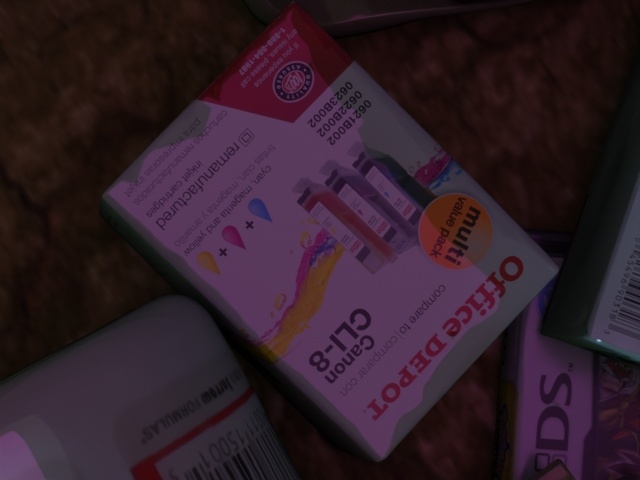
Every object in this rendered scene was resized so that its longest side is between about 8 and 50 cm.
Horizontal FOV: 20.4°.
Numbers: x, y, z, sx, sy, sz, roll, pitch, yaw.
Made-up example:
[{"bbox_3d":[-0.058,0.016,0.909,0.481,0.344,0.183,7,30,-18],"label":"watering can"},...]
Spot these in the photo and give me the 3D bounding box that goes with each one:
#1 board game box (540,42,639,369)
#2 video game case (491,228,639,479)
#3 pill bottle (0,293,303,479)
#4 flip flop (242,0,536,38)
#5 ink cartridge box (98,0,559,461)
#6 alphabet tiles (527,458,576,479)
[{"bbox_3d":[0.290,-0.004,0.869,0.303,0.097,0.224,21,84,-5],"label":"board game box"},{"bbox_3d":[0.224,0.129,0.918,0.274,0.035,0.248,5,86,-7],"label":"video game case"},{"bbox_3d":[-0.059,0.249,0.778,0.229,0.229,0.408,-28,91,-8],"label":"pill bottle"},{"bbox_3d":[0.089,-0.173,0.891,0.277,0.080,0.112,-16,89,-11],"label":"flip flop"},{"bbox_3d":[0.000,0.000,0.848,0.176,0.127,0.128,44,82,-4],"label":"ink cartridge box"},{"bbox_3d":[0.135,0.231,0.878,0.198,0.009,0.237,-36,102,2],"label":"alphabet tiles"}]
